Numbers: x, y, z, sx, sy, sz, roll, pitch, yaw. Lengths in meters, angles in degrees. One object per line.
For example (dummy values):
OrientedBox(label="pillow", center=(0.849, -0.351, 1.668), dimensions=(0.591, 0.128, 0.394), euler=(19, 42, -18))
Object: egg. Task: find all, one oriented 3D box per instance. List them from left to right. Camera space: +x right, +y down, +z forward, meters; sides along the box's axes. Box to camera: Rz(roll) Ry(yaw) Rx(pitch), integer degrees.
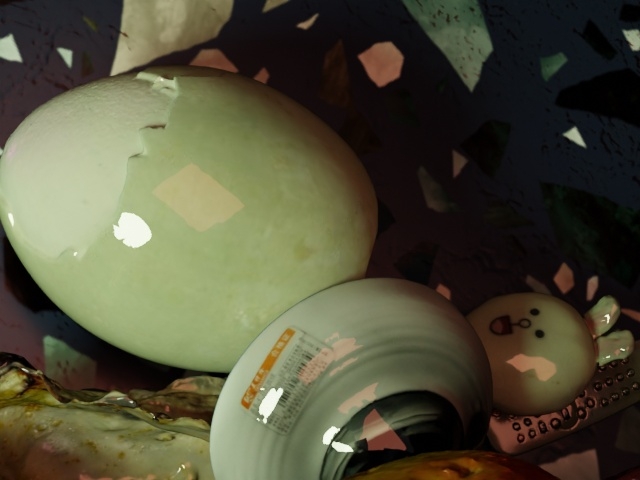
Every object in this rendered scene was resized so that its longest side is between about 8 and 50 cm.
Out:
OrientedBox(label="egg", center=(-0.129, -0.026, 1.252), dimensions=(0.336, 0.278, 0.278), euler=(18, 74, -18))

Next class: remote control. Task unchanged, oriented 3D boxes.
OrientedBox(label="remote control", center=(0.268, 0.160, 1.427), dimensions=(0.222, 0.042, 0.072), euler=(-20, 81, -15))

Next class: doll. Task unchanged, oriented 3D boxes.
OrientedBox(label="doll", center=(0.169, 0.116, 1.370), dimensions=(0.275, 0.113, 0.154), euler=(-5, 47, -7))

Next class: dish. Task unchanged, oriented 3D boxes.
OrientedBox(label="dish", center=(0.053, 0.182, 1.191), dimensions=(0.273, 0.134, 0.273), euler=(-13, 121, -22))

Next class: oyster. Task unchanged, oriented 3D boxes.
OrientedBox(label="oyster", center=(-0.149, 0.174, 1.251), dimensions=(0.361, 0.221, 0.096), euler=(5, 59, -11))

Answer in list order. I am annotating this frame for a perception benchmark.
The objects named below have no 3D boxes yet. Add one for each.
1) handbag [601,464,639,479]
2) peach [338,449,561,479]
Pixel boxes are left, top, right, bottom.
OrientedBox(label="handbag", center=(0.306, 0.287, 1.311), dimensions=(0.146, 0.225, 0.135), euler=(-23, 76, -31))
OrientedBox(label="peach", center=(0.046, 0.336, 1.004), dimensions=(0.417, 0.353, 0.339), euler=(-28, 57, 0))
